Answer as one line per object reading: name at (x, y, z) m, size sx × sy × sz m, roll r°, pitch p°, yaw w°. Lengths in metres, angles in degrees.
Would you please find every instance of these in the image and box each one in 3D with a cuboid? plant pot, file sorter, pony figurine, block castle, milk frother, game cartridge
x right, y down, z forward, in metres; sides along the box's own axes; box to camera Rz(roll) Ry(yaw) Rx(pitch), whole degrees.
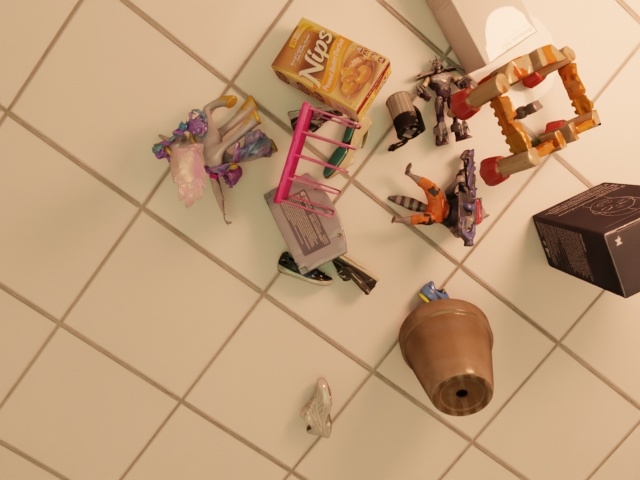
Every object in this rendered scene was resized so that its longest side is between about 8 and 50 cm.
plant pot at (0.434, 0.400, 1.516) m, size 0.322 × 0.280 × 0.324 m, roll 0°, pitch 118°, yaw 1°
file sorter at (-0.002, -0.234, 1.382) m, size 0.182 × 0.202 × 0.291 m, roll 18°, pitch 100°, yaw 0°
pony figurine at (-0.326, -0.261, 1.417) m, size 0.363 × 0.303 × 0.351 m, roll -27°, pitch 69°, yaw 5°
block castle at (0.608, -0.381, 1.397) m, size 0.453 × 0.212 × 0.303 m, roll -29°, pitch 96°, yaw -30°
milk frother at (0.255, -0.380, 1.502) m, size 0.143 × 0.129 × 0.135 m, roll -27°, pitch 64°, yaw 29°
game cartridge at (-0.039, -0.061, 1.521) m, size 0.198 × 0.062 × 0.298 m, roll -25°, pitch 84°, yaw -3°

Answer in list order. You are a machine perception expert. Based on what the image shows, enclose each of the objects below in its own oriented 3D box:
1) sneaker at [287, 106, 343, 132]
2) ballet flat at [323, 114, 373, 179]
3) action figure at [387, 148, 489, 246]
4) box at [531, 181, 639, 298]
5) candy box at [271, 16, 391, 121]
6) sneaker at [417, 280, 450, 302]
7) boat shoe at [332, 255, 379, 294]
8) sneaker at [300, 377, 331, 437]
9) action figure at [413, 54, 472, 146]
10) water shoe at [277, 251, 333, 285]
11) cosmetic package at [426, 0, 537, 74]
sneaker at (-0.013, -0.391, 1.497) m, size 0.178 × 0.072 × 0.077 m, roll -5°, pitch 106°, yaw 9°
ballet flat at (0.098, -0.300, 1.514) m, size 0.086 × 0.086 × 0.249 m, roll 27°, pitch 97°, yaw -8°
action figure at (0.414, -0.147, 1.551) m, size 0.329 × 0.178 × 0.342 m, roll 18°, pitch 72°, yaw -14°
box at (0.928, -0.022, 1.457) m, size 0.293 × 0.395 × 0.212 m, roll -25°, pitch 101°, yaw 1°
candy box at (0.032, -0.516, 1.391) m, size 0.316 × 0.087 × 0.183 m, roll 32°, pitch 89°, yaw 15°
sneaker at (0.443, 0.228, 1.636) m, size 0.209 × 0.069 × 0.082 m, roll 42°, pitch 92°, yaw -10°
boat shoe at (0.091, 0.101, 1.580) m, size 0.233 × 0.084 × 0.079 m, roll 34°, pitch 92°, yaw -11°
sneaker at (-0.017, 0.608, 1.667) m, size 0.115 × 0.090 × 0.233 m, roll 0°, pitch 100°, yaw 0°
action figure at (0.405, -0.458, 1.494) m, size 0.185 × 0.099 × 0.285 m, roll -14°, pitch 98°, yaw 4°
water shoe at (-0.045, 0.096, 1.576) m, size 0.202 × 0.073 × 0.080 m, roll 17°, pitch 97°, yaw -7°
cosmetic package at (0.469, -0.731, 1.418) m, size 0.196 × 0.155 × 0.366 m, roll -35°, pitch 100°, yaw 0°
